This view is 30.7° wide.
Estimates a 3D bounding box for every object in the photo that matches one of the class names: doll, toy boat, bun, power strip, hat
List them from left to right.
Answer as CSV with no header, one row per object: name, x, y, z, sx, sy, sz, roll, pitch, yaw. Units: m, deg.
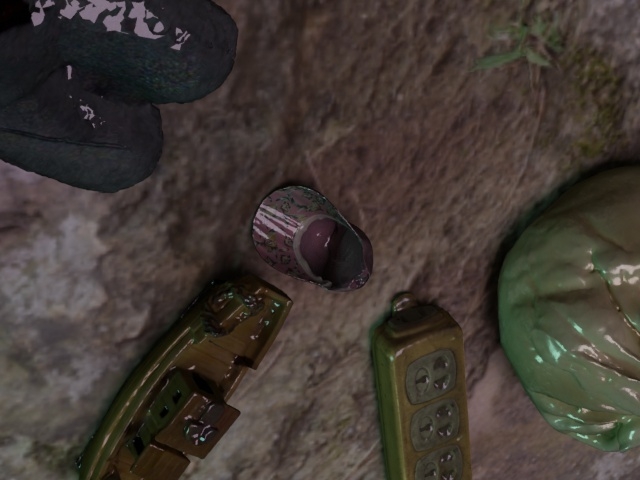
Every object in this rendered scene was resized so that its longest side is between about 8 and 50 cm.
doll,-0.183,-0.100,0.549,0.340,0.158,0.246,26,114,-38
toy boat,-0.091,0.112,0.766,0.064,0.072,0.206,30,99,-34
hat,-0.002,-0.002,0.776,0.087,0.042,0.058,31,98,-1
power strip,0.085,0.176,0.910,0.064,0.044,0.305,-19,124,-18
bun,0.248,0.061,0.872,0.229,0.145,0.229,-11,122,-18
